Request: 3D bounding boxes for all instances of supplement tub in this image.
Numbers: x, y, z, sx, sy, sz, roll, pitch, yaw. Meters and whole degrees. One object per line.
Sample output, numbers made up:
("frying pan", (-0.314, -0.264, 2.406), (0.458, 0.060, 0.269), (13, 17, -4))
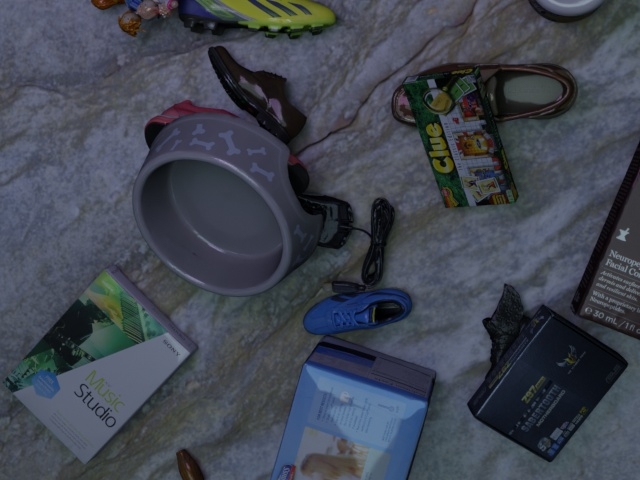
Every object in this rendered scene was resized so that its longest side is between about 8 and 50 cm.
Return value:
("supplement tub", (0.409, -0.435, 1.744), (0.144, 0.199, 0.144), (1, 96, 9))

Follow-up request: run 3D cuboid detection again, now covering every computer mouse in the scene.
("computer mouse", (0.000, 0.000, 1.941), (0.262, 0.060, 0.184), (5, 100, 2))

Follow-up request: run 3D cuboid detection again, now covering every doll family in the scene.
("doll family", (-0.323, -0.454, 1.892), (0.263, 0.118, 0.163), (35, 83, 26))

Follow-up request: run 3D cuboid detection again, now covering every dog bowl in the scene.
("dog bowl", (-0.173, -0.048, 1.851), (0.348, 0.102, 0.349), (15, 131, 17))

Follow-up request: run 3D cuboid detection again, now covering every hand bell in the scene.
("hand bell", (-0.215, 0.511, 2.024), (0.126, 0.126, 0.242), (-29, 79, 11))

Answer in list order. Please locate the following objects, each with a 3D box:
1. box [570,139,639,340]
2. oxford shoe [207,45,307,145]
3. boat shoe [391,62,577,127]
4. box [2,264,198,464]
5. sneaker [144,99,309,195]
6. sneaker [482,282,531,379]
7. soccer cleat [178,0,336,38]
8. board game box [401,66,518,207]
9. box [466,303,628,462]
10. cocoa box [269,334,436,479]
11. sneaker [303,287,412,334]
("box", (0.589, -0.017, 1.797), (0.191, 0.143, 0.381), (21, 98, 7))
("oxford shoe", (-0.114, -0.277, 1.921), (0.096, 0.083, 0.227), (-43, 88, -8))
("boat shoe", (0.280, -0.256, 1.828), (0.324, 0.116, 0.123), (-7, 95, 10))
("box", (-0.425, 0.240, 2.036), (0.232, 0.058, 0.322), (44, 101, 2))
("sneaker", (-0.152, -0.180, 1.899), (0.314, 0.136, 0.116), (22, 135, 10))
("sneaker", (0.323, 0.170, 1.909), (0.089, 0.051, 0.170), (34, 96, 4))
("soccer cleat", (-0.115, -0.426, 1.888), (0.289, 0.093, 0.121), (5, 91, 8))
("board game box", (0.241, -0.171, 1.812), (0.136, 0.030, 0.260), (-2, 126, 34))
("box", (0.400, 0.255, 1.871), (0.183, 0.059, 0.233), (33, 100, -16))
("cocoa box", (0.048, 0.382, 1.887), (0.231, 0.228, 0.347), (17, 99, 7))
("sneaker", (0.064, 0.132, 1.930), (0.209, 0.082, 0.069), (-12, 96, 12))
